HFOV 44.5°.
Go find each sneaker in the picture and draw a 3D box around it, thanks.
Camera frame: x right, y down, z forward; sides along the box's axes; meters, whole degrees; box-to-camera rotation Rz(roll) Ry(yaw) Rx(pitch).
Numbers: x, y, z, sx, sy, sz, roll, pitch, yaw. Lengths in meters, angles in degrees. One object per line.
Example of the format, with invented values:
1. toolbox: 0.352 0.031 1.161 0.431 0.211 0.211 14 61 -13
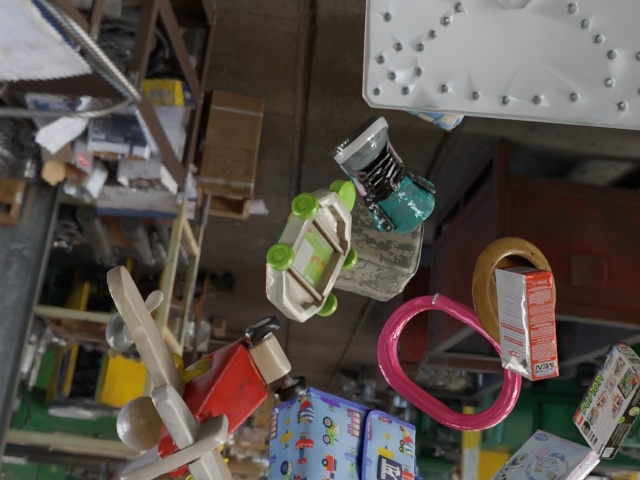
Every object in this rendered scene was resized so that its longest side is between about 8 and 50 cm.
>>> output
1. sneaker: 0.111 -0.098 1.308 0.124 0.178 0.295 -41 175 3

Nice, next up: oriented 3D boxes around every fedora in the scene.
1. fedora: 0.327 0.092 1.388 0.194 0.194 0.079 14 170 -22

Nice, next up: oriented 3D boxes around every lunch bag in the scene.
1. lunch bag: 0.061 0.421 1.419 0.293 0.221 0.138 20 142 -25
2. lunch bag: 0.081 0.030 2.002 0.305 0.212 0.256 17 145 -6

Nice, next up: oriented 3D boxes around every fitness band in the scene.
1. fitness band: 0.236 0.223 1.450 0.291 0.209 0.054 32 -175 34

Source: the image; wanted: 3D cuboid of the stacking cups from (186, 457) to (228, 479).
1. stacking cups: -0.170 0.606 1.574 0.096 0.316 0.096 -24 164 -8

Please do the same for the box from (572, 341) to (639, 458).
1. box: 0.573 0.314 1.537 0.036 0.114 0.207 6 120 -17

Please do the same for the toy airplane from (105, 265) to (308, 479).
1. toy airplane: -0.207 0.273 1.201 0.272 0.386 0.384 -21 144 21

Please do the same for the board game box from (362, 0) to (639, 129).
1. board game box: 0.237 -0.339 0.908 0.390 0.390 0.050 11 -163 31

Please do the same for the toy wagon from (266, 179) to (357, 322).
1. toy wagon: 0.000 0.000 1.673 0.068 0.344 0.267 15 160 29

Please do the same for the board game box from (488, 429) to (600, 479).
1. board game box: 0.242 0.253 0.854 0.020 0.090 0.090 55 162 -14

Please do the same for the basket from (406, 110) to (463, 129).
1. basket: 0.207 -0.333 1.174 0.201 0.254 0.289 26 126 -12

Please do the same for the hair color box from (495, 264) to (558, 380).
1. hair color box: 0.327 0.128 1.243 0.053 0.167 0.093 -6 -173 -16
